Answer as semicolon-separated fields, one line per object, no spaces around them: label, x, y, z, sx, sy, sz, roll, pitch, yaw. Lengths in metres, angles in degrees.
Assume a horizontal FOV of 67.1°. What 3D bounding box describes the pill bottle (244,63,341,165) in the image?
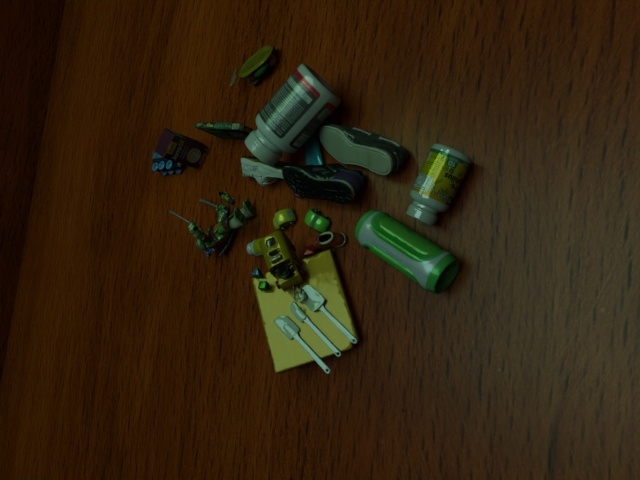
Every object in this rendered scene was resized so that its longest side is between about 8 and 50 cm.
pill bottle;-0.099;-0.400;1.583;0.318;0.176;0.176;-44;60;18

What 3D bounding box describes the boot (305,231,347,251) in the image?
boot;0.000;0.000;1.566;0.158;0.085;0.059;-14;76;35

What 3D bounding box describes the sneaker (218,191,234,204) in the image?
sneaker;-0.373;-0.166;1.896;0.083;0.035;0.031;35;104;35

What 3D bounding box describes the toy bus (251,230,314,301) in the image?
toy bus;-0.123;0.069;1.515;0.202;0.104;0.190;13;69;27

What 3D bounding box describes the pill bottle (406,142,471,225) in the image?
pill bottle;0.320;-0.151;1.336;0.118;0.118;0.208;31;100;36

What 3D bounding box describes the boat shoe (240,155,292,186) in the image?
boat shoe;-0.192;-0.243;1.745;0.277;0.098;0.096;22;113;47

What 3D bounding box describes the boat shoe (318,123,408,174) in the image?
boat shoe;0.131;-0.295;1.529;0.335;0.096;0.112;33;138;39

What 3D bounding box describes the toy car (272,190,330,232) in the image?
toy car;-0.059;-0.101;1.640;0.225;0.053;0.238;37;107;33

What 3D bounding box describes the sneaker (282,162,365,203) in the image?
sneaker;0.013;-0.201;1.575;0.284;0.124;0.107;20;137;28

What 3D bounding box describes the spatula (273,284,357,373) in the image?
spatula;-0.012;0.269;1.470;0.168;0.019;0.242;-47;67;-1

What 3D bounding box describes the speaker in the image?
speaker;0.237;0.025;1.361;0.297;0.131;0.131;36;104;34

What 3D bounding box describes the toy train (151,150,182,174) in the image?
toy train;-0.668;-0.349;2.118;0.184;0.080;0.105;0;76;36

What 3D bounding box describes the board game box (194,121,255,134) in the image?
board game box;-0.351;-0.421;1.861;0.260;0.136;0.030;13;91;36

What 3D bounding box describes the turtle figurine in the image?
turtle figurine;-0.399;-0.089;1.802;0.267;0.198;0.274;-23;75;25

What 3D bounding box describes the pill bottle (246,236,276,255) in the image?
pill bottle;-0.206;0.022;1.723;0.117;0.065;0.065;-12;75;34

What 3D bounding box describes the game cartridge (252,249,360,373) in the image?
game cartridge;-0.049;0.223;1.532;0.286;0.053;0.323;-20;70;10

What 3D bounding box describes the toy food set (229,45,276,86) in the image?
toy food set;-0.246;-0.667;1.876;0.218;0.071;0.128;-25;44;28

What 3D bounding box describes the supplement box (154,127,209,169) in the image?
supplement box;-0.564;-0.371;1.974;0.081;0.188;0.104;36;104;34

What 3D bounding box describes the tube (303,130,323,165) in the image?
tube;-0.031;-0.331;1.669;0.080;0.052;0.206;-19;75;47
